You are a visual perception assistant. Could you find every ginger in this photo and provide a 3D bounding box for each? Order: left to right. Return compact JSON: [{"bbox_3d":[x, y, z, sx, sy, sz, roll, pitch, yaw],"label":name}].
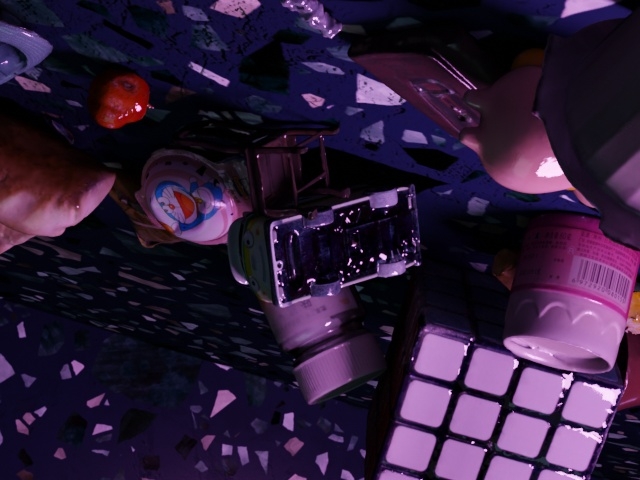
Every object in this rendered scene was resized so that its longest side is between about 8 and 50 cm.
[{"bbox_3d":[0.377,0.065,2.108,0.205,0.081,0.115,9,-163,-9],"label":"ginger"}]

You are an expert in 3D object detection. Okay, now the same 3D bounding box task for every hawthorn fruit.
[{"bbox_3d":[-0.273,-0.192,1.828,0.093,0.093,0.093,14,164,4],"label":"hawthorn fruit"}]

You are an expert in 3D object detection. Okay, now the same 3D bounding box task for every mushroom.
[{"bbox_3d":[-0.523,-0.125,2.114,0.397,0.224,0.313,-9,128,40],"label":"mushroom"}]

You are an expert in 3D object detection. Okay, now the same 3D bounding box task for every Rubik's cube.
[{"bbox_3d":[0.273,0.266,2.211,0.337,0.344,0.344,15,-160,-3],"label":"Rubik's cube"}]

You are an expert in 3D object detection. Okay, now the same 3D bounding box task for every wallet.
[{"bbox_3d":[0.159,-0.177,1.548,0.182,0.049,0.229,3,159,46],"label":"wallet"}]

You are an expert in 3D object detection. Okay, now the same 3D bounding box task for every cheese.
[{"bbox_3d":[-0.176,-0.075,2.100,0.286,0.074,0.189,-10,121,35],"label":"cheese"}]

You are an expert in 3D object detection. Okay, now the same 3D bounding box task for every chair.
[{"bbox_3d":[-0.087,-0.103,1.853,0.229,0.113,0.106,4,-159,31],"label":"chair"}]

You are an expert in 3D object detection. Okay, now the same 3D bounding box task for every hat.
[{"bbox_3d":[-0.441,-0.265,1.758,0.191,0.078,0.138,-22,152,35],"label":"hat"}]

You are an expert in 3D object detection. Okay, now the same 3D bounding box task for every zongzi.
[{"bbox_3d":[-0.254,-0.077,2.214,0.205,0.094,0.204,-5,141,34],"label":"zongzi"}]

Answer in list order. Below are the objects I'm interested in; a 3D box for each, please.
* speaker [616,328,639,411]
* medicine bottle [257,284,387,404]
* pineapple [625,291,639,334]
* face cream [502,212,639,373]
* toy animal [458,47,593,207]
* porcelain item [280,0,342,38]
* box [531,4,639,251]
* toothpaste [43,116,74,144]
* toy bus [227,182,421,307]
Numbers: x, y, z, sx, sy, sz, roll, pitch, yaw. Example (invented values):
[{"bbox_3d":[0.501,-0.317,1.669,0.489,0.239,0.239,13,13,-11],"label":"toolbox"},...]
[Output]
[{"bbox_3d":[0.633,0.198,2.308,0.329,0.198,0.259,4,127,-13],"label":"speaker"},{"bbox_3d":[-0.008,0.125,2.256,0.165,0.273,0.165,-22,167,-5],"label":"medicine bottle"},{"bbox_3d":[0.580,0.124,2.113,0.233,0.079,0.135,8,164,11],"label":"pineapple"},{"bbox_3d":[0.366,0.078,1.950,0.175,0.195,0.175,16,163,5],"label":"face cream"},{"bbox_3d":[0.270,-0.117,1.436,0.248,0.165,0.149,6,-167,-6],"label":"toy animal"},{"bbox_3d":[-0.012,-0.254,1.475,0.083,0.028,0.036,30,161,-38],"label":"porcelain item"},{"bbox_3d":[0.373,-0.144,1.201,0.291,0.262,0.206,-19,165,-24],"label":"box"},{"bbox_3d":[-0.416,-0.175,2.129,0.027,0.019,0.083,27,168,28],"label":"toothpaste"},{"bbox_3d":[0.000,0.000,1.939,0.276,0.134,0.164,-15,-165,-37],"label":"toy bus"}]
